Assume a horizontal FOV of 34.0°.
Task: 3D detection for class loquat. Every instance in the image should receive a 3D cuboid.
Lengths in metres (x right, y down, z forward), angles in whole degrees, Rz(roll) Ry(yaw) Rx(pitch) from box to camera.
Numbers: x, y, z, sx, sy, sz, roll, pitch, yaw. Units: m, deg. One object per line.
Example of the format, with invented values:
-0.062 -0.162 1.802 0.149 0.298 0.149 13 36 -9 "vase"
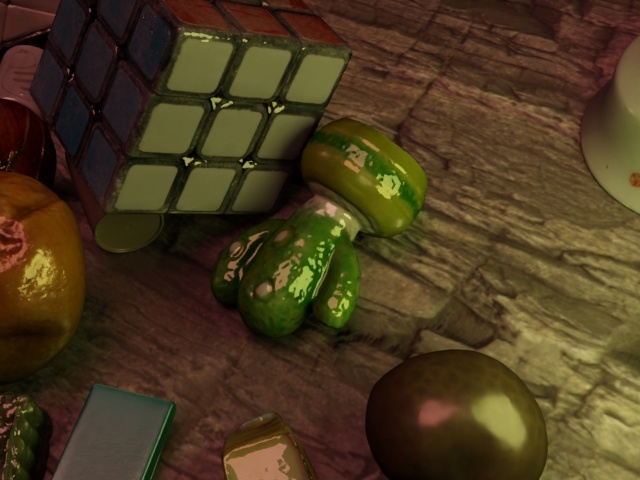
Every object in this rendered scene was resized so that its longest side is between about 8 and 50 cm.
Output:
-0.444 0.051 1.392 0.275 0.284 0.276 2 52 -3 "loquat"

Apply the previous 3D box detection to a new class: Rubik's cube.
-0.192 -0.235 1.495 0.303 0.301 0.305 1 38 -40 "Rubik's cube"
-0.555 -0.466 1.801 0.221 0.231 0.225 -19 26 -1 "Rubik's cube"

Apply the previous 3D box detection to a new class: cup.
0.552 -0.198 1.490 0.347 0.163 0.347 -5 51 6 "cup"
-0.480 -0.248 1.748 0.135 0.099 0.133 -1 51 10 "cup"

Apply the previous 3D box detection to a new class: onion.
-0.494 -0.094 1.536 0.248 0.248 0.161 -22 63 -7 "onion"

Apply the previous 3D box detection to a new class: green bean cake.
-0.447 0.281 1.333 0.173 0.094 0.181 -4 53 6 "green bean cake"

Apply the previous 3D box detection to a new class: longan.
0.156 0.221 1.219 0.212 0.198 0.198 2 52 -5 "longan"

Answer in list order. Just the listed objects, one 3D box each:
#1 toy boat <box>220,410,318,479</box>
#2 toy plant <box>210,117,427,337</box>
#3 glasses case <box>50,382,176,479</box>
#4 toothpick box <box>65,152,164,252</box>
-0.048 0.316 1.243 0.111 0.084 0.276 -21 53 -4 "toy boat"
0.000 0.000 1.451 0.224 0.184 0.316 31 79 34 "toy plant"
-0.278 0.329 1.288 0.117 0.070 0.301 12 53 11 "glasses case"
-0.313 -0.082 1.581 0.111 0.111 0.181 -22 53 -8 "toothpick box"
